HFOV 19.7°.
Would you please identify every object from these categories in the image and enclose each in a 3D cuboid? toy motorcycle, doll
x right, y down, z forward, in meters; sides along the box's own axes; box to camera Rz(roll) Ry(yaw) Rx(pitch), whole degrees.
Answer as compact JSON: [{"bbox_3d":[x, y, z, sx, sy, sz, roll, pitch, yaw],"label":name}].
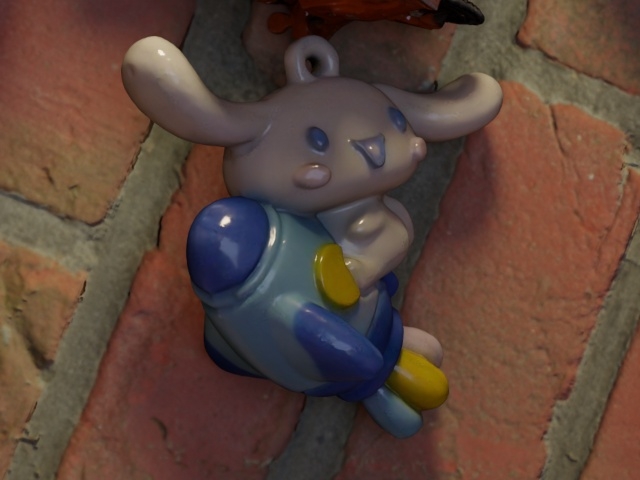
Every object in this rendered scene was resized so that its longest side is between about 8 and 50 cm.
[{"bbox_3d":[-0.003,-0.256,1.615,0.325,0.221,0.148,24,83,-58],"label":"toy motorcycle"},{"bbox_3d":[0.003,0.000,1.639,0.376,0.187,0.366,0,90,-16],"label":"doll"}]
